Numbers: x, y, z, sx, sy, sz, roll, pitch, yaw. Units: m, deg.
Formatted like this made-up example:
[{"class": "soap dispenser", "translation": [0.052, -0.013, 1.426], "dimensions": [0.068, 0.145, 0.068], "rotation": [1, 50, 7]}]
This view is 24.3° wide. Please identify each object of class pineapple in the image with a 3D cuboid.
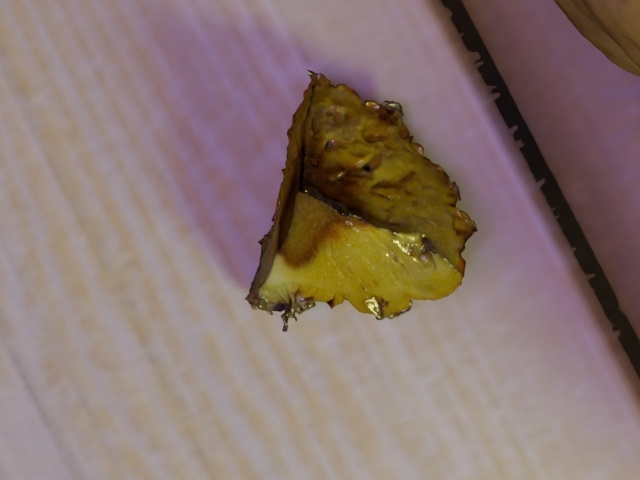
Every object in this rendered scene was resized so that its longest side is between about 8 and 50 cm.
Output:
[{"class": "pineapple", "translation": [0.000, 0.000, 0.644], "dimensions": [0.114, 0.077, 0.114], "rotation": [47, 121, 11]}]

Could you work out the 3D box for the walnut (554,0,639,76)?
[{"class": "walnut", "translation": [0.155, -0.158, 0.500], "dimensions": [0.225, 0.225, 0.261], "rotation": [-45, 69, 17]}]
